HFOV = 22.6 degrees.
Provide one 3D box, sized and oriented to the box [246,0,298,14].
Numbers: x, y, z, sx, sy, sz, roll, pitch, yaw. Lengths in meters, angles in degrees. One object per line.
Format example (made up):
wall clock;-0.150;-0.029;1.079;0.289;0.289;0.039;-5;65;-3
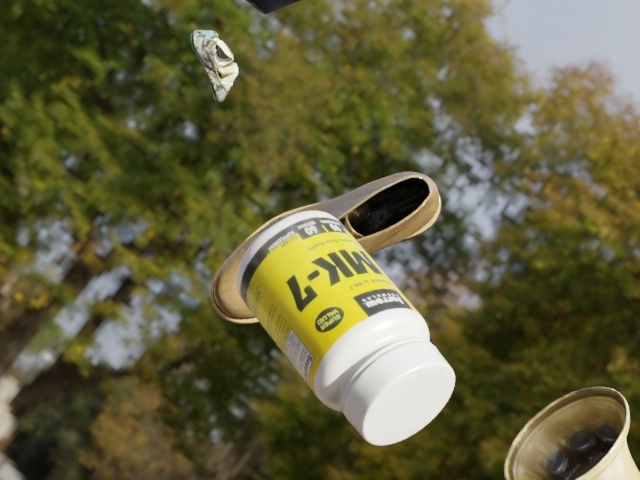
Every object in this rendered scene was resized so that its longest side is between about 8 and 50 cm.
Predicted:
box;-0.016;-0.315;1.485;0.093;0.158;0.156;16;57;-74

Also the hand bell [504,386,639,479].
hand bell;0.283;0.258;1.434;0.242;0.126;0.126;50;-18;-21

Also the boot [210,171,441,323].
boot;0.000;0.000;1.903;0.112;0.305;0.115;61;2;6

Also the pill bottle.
pill bottle;0.023;0.079;1.452;0.208;0.119;0.119;49;-4;35

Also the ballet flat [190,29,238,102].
ballet flat;-0.115;-0.198;1.825;0.041;0.041;0.114;29;-22;29
